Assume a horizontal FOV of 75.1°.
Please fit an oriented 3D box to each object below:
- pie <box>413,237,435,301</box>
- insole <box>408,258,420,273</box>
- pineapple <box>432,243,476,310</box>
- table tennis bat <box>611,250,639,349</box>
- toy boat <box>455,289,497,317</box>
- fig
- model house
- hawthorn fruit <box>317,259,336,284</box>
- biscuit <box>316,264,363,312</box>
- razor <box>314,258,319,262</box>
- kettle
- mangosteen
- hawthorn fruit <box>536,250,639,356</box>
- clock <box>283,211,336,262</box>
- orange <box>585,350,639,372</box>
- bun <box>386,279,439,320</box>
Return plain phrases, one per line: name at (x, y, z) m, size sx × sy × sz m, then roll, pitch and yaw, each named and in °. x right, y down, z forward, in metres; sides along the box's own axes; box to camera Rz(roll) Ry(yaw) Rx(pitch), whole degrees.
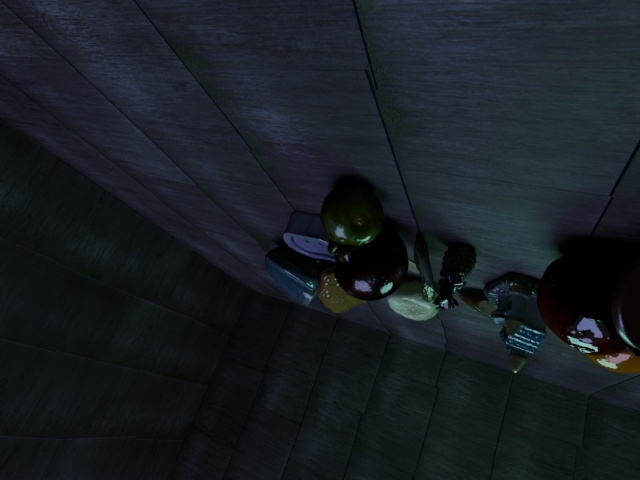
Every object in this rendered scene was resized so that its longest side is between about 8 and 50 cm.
pie at (0.376, 0.107, 1.507) m, size 0.054 × 0.240 × 0.240 m, roll -11°, pitch 154°, yaw 10°
insole at (0.362, 0.089, 1.795) m, size 0.248 × 0.011 × 0.081 m, roll 35°, pitch 159°, yaw -34°
pineapple at (0.451, 0.130, 1.422) m, size 0.125 × 0.251 × 0.125 m, roll 21°, pitch 150°, yaw 13°
table tennis bat at (0.865, 0.136, 1.010) m, size 0.415 × 0.267 × 0.051 m, roll 0°, pitch -172°, yaw -19°
toy boat at (0.716, 0.275, 1.798) m, size 0.293 × 0.108 × 0.099 m, roll 18°, pitch -165°, yaw 28°
fig at (0.077, -0.092, 1.373) m, size 0.206 × 0.206 × 0.275 m, roll 31°, pitch -177°, yaw -27°
model house at (0.715, 0.318, 1.550) m, size 0.194 × 0.324 × 0.267 m, roll 18°, pitch 162°, yaw 4°
hawthorn fruit at (0.081, 0.177, 1.987) m, size 0.208 × 0.248 × 0.208 m, roll 20°, pitch 159°, yaw 8°
biscuit at (0.164, 0.184, 1.828) m, size 0.385 × 0.365 × 0.062 m, roll 66°, pitch 179°, yaw -53°
razor at (-0.069, 0.044, 2.120) m, size 0.191 × 0.037 × 0.068 m, roll 40°, pitch -170°, yaw -42°
kettle at (-0.144, 0.156, 2.198) m, size 0.342 × 0.247 × 0.319 m, roll 32°, pitch 176°, yaw 6°
mangosteen at (0.174, 0.070, 1.525) m, size 0.312 × 0.310 × 0.311 m, roll 19°, pitch 162°, yaw 7°
hawthorn fruit at (0.748, 0.163, 1.147) m, size 0.316 × 0.315 × 0.316 m, roll 19°, pitch 162°, yaw 7°
clock at (0.000, 0.000, 1.804) m, size 0.339 × 0.102 × 0.338 m, roll 19°, pitch 163°, yaw 6°
orange at (0.953, 0.291, 1.307) m, size 0.261 × 0.260 × 0.261 m, roll 19°, pitch 162°, yaw 7°
bun at (0.460, 0.277, 2.004) m, size 0.260 × 0.159 × 0.259 m, roll 22°, pitch 147°, yaw 15°
